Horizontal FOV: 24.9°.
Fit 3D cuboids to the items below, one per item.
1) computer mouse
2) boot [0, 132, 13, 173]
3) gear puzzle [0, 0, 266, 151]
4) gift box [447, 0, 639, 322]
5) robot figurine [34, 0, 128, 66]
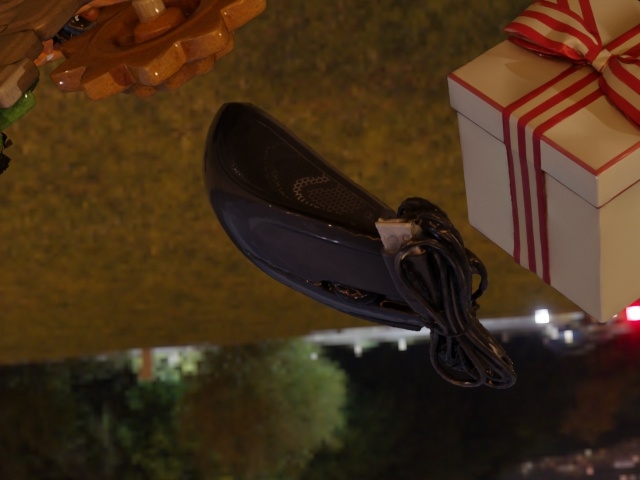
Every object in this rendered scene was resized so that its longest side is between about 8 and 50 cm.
[{"bbox_3d":[0.000,0.000,0.950,0.272,0.072,0.188,37,164,39],"label":"computer mouse"},{"bbox_3d":[-0.356,-0.114,1.438,0.045,0.099,0.121,2,-177,30],"label":"boot"},{"bbox_3d":[-0.157,-0.061,0.611,0.338,0.175,0.044,-10,123,32],"label":"gear puzzle"},{"bbox_3d":[0.304,-0.122,1.537,0.276,0.255,0.258,-37,140,-22],"label":"gift box"},{"bbox_3d":[-0.110,-0.220,1.079,0.291,0.085,0.211,-26,178,-16],"label":"robot figurine"}]
